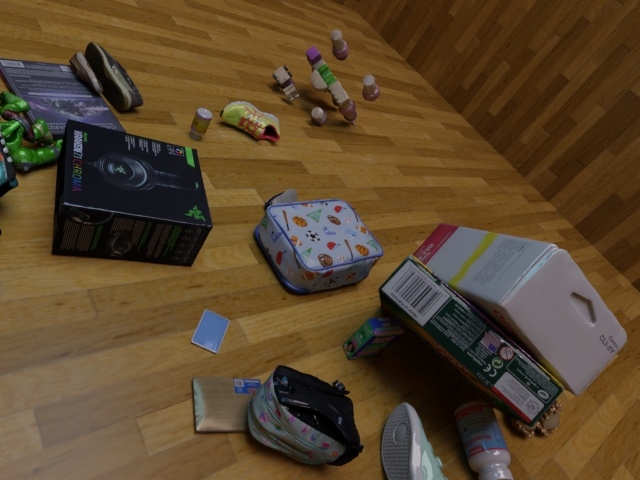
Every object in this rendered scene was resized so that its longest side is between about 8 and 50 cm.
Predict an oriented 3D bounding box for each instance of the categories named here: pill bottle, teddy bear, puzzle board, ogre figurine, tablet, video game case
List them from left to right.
[{"bbox_3d":[-0.608,-0.219,0.926,0.118,0.097,0.197,-75,150,-48],"label":"ogre figurine"},{"bbox_3d":[-0.618,-0.336,1.122,0.196,0.026,0.274,-15,60,-48],"label":"video game case"},{"bbox_3d":[-0.330,-0.318,1.288,0.043,0.083,0.043,22,38,-18],"label":"pill bottle"},{"bbox_3d":[-0.208,0.172,0.894,0.054,0.006,0.083,28,37,-12],"label":"tablet"},{"bbox_3d":[-0.156,0.282,0.809,0.128,0.011,0.096,12,40,-30],"label":"puzzle board"},{"bbox_3d":[0.344,0.430,0.989,0.087,0.087,0.160,19,38,-23],"label":"pill bottle"},{"bbox_3d":[0.501,0.342,1.225,0.245,0.113,0.338,-8,61,-36],"label":"teddy bear"}]

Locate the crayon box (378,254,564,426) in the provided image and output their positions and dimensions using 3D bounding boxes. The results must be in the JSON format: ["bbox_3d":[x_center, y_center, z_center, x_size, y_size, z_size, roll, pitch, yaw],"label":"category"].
[{"bbox_3d":[0.292,0.213,1.014,0.363,0.106,0.313,43,-5,16],"label":"crayon box"}]

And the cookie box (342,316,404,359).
[{"bbox_3d":[0.115,0.214,1.027,0.092,0.107,0.040,4,46,-37],"label":"cookie box"}]

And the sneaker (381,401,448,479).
[{"bbox_3d":[0.202,0.436,0.867,0.151,0.094,0.256,27,34,-23],"label":"sneaker"}]

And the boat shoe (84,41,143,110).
[{"bbox_3d":[-0.549,-0.432,1.249,0.223,0.080,0.073,54,33,15],"label":"boat shoe"}]

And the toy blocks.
[{"bbox_3d":[0.035,-0.584,1.830,0.288,0.309,0.260,58,6,10],"label":"toy blocks"}]

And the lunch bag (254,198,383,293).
[{"bbox_3d":[0.000,0.000,1.177,0.303,0.115,0.243,-8,52,-43],"label":"lunch bag"}]

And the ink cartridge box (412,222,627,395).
[{"bbox_3d":[0.394,0.125,1.025,0.279,0.160,0.385,46,-7,-16],"label":"ink cartridge box"}]

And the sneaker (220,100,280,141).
[{"bbox_3d":[-0.206,-0.359,1.442,0.208,0.081,0.094,6,47,-36],"label":"sneaker"}]

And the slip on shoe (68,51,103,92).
[{"bbox_3d":[-0.593,-0.419,1.185,0.041,0.051,0.135,-31,75,-11],"label":"slip on shoe"}]

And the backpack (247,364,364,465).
[{"bbox_3d":[-0.030,0.298,0.798,0.182,0.115,0.152,33,14,-22],"label":"backpack"}]

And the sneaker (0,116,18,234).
[{"bbox_3d":[-0.589,-0.140,0.812,0.121,0.108,0.302,17,65,-42],"label":"sneaker"}]

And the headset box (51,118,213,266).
[{"bbox_3d":[-0.371,-0.089,0.951,0.283,0.131,0.246,9,44,-33],"label":"headset box"}]

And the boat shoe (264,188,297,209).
[{"bbox_3d":[-0.105,-0.108,1.274,0.125,0.038,0.046,-41,122,-53],"label":"boat shoe"}]
